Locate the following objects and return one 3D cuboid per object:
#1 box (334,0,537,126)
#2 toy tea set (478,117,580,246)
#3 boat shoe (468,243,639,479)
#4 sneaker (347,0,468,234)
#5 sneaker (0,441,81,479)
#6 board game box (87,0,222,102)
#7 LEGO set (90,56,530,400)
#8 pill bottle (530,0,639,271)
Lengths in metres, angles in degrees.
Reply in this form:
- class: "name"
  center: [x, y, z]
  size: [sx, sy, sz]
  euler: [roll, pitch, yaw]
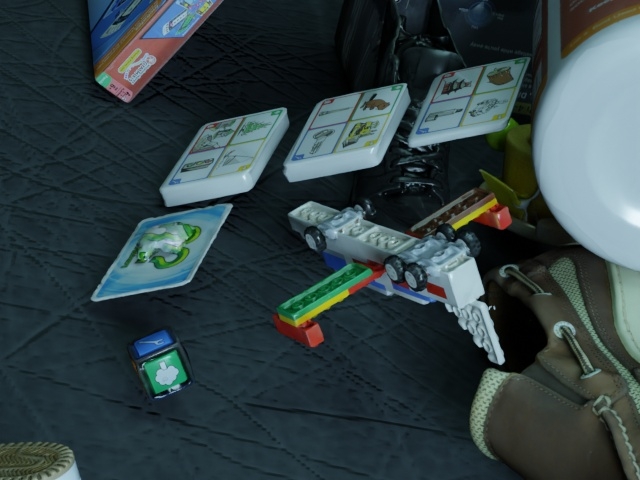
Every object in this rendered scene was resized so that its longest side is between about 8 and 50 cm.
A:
- class: "box"
  center: [0.239, -0.200, 1.039]
  size: [0.394, 0.318, 0.097]
  euler: [7, 32, -15]
- class: "toy tea set"
  center: [0.243, -0.021, 0.895]
  size: [0.200, 0.124, 0.336]
  euler: [-8, 29, -38]
- class: "boat shoe"
  center: [0.108, 0.084, 0.738]
  size: [0.095, 0.095, 0.257]
  euler: [1, 24, -1]
- class: "sneaker"
  center: [0.047, -0.062, 0.935]
  size: [0.051, 0.089, 0.170]
  euler: [12, 30, -10]
- class: "sneaker"
  center: [-0.128, 0.105, 0.620]
  size: [0.118, 0.067, 0.042]
  euler: [-3, 22, 29]
- class: "board game box"
  center: [-0.028, -0.211, 0.975]
  size: [0.027, 0.281, 0.145]
  euler: [36, 21, -26]
- class: "LEGO set"
  center: [0.000, 0.000, 0.816]
  size: [0.182, 0.060, 0.244]
  euler: [-11, 25, 20]
- class: "pill bottle"
  center: [0.159, -0.084, 0.836]
  size: [0.121, 0.121, 0.216]
  euler: [17, 29, -1]
